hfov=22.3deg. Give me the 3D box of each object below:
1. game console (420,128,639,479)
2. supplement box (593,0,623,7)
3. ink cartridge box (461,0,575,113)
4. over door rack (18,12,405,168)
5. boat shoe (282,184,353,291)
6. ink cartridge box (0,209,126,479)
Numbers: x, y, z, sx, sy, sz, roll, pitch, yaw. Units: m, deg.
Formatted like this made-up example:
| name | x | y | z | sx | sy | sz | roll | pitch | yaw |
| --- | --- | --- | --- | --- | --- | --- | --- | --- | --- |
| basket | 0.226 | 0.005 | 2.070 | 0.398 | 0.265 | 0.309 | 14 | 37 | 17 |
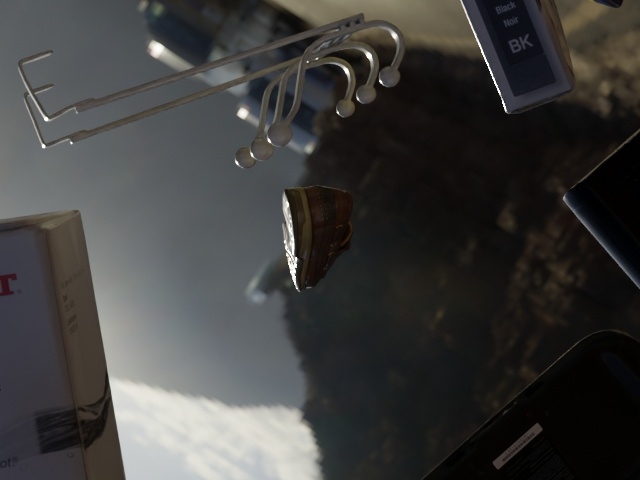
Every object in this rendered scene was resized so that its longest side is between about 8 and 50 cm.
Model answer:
| name | x | y | z | sx | sy | sz | roll | pitch | yaw |
| --- | --- | --- | --- | --- | --- | --- | --- | --- | --- |
| game console | 0.173 | 0.079 | 0.902 | 0.213 | 0.361 | 0.044 | 50 | 162 | 4 |
| supplement box | 0.135 | -0.379 | 1.544 | 0.356 | 0.194 | 0.195 | 24 | -173 | 29 |
| ink cartridge box | 0.080 | -0.192 | 0.884 | 0.206 | 0.045 | 0.208 | -75 | -39 | -69 |
| over door rack | -0.102 | -0.119 | 1.457 | 0.324 | 0.108 | 0.239 | -8 | 179 | -11 |
| boat shoe | 0.000 | -0.001 | 1.446 | 0.178 | 0.060 | 0.064 | 95 | 164 | -70 |
| ink cartridge box | -0.178 | 0.102 | 0.764 | 0.160 | 0.219 | 0.092 | -7 | -174 | 4 |
